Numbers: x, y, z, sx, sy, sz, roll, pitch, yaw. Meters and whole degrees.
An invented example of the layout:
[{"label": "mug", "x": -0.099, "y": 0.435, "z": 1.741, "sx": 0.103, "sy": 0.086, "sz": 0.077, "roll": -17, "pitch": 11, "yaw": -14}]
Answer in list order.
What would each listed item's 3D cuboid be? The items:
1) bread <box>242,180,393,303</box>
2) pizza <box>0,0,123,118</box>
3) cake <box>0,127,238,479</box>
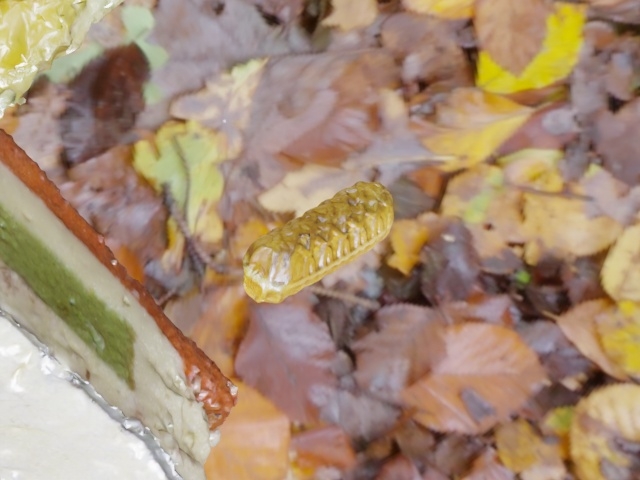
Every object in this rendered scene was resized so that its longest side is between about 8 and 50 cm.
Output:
[{"label": "bread", "x": 0.000, "y": 0.000, "z": 0.982, "sx": 0.044, "sy": 0.157, "sz": 0.052, "roll": 20, "pitch": 122, "yaw": 31}, {"label": "pizza", "x": -0.096, "y": -0.098, "z": 0.354, "sx": 0.197, "sy": 0.292, "sz": 0.058, "roll": -11, "pitch": 139, "yaw": 30}, {"label": "cake", "x": -0.094, "y": 0.043, "z": 0.554, "sx": 0.117, "sy": 0.086, "sz": 0.220, "roll": 0, "pitch": 132, "yaw": -2}]
